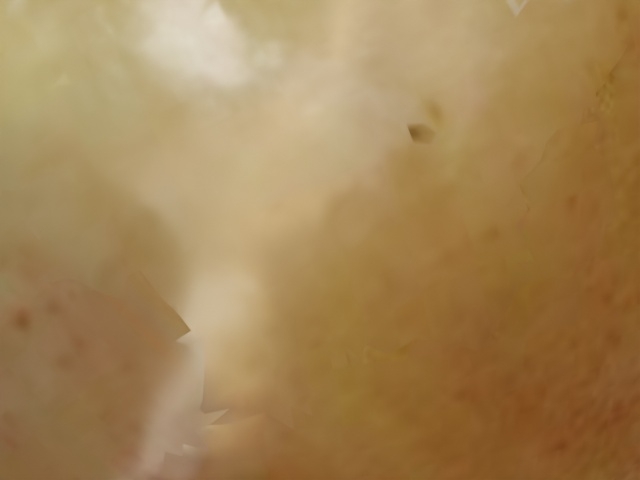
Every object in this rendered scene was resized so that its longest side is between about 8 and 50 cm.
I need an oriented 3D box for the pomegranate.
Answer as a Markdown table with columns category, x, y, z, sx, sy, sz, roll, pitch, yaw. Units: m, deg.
| category | x | y | z | sx | sy | sz | roll | pitch | yaw |
| --- | --- | --- | --- | --- | --- | --- | --- | --- | --- |
| pomegranate | 0.000 | 0.000 | 0.450 | 0.338 | 0.338 | 0.338 | -24 | -56 | -40 |
